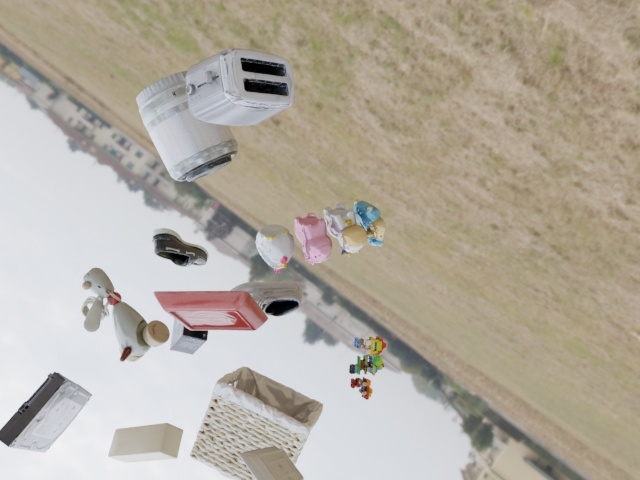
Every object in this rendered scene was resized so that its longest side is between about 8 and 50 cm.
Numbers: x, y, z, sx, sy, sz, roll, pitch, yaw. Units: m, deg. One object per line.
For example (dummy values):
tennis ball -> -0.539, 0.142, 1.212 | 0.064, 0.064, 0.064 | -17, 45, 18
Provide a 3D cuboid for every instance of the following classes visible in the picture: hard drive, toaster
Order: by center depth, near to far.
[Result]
toaster -> -0.154, -0.313, 1.179 | 0.227, 0.129, 0.146 | -4, 178, -41
hard drive -> -0.862, 0.552, 1.819 | 0.064, 0.237, 0.339 | 33, 156, 7

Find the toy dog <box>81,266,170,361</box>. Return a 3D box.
toy dog -> -0.637, 0.252, 1.767 | 0.333, 0.220, 0.161 | 33, -156, 6

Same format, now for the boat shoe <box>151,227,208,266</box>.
boat shoe -> -0.514, 0.051, 2.099 | 0.302, 0.114, 0.091 | 35, -137, -57

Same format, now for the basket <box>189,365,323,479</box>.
basket -> -0.202, 0.606, 1.850 | 0.331, 0.267, 0.328 | 25, 179, 8

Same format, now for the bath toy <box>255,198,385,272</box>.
bath toy -> 0.000, 0.000, 1.523 | 0.151, 0.348, 0.129 | 42, 142, 55

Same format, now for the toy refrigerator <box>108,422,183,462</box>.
toy refrigerator -> -0.620, 0.723, 2.034 | 0.269, 0.102, 0.094 | -16, 140, 28

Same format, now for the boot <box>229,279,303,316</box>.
boot -> -0.184, 0.193, 1.833 | 0.123, 0.258, 0.095 | -95, -7, -69

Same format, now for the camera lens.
camera lens -> -0.385, -0.326, 1.673 | 0.274, 0.219, 0.219 | 64, 173, -5

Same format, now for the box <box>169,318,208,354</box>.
box -> -0.464, 0.303, 2.039 | 0.093, 0.156, 0.158 | 16, 144, -24

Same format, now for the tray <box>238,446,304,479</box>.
tray -> -0.102, 0.553, 1.373 | 0.145, 0.030, 0.270 | 48, 178, 20

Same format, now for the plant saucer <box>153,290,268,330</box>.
plant saucer -> -0.296, 0.201, 1.579 | 0.258, 0.048, 0.259 | -1, 157, 8

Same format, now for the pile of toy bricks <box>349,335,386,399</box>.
pile of toy bricks -> 0.173, 0.421, 1.948 | 0.105, 0.212, 0.118 | 0, -173, -27
